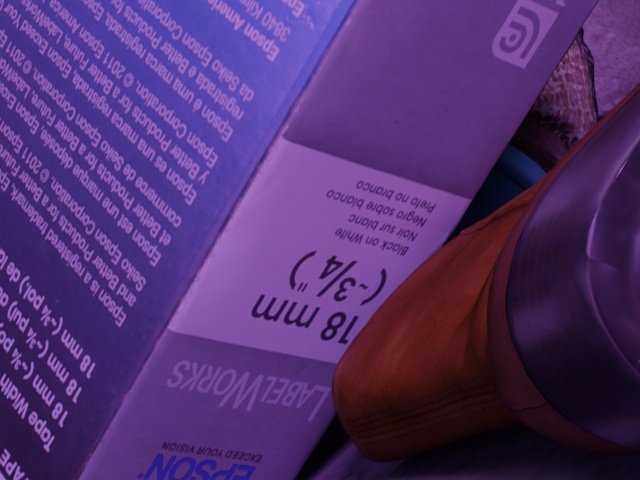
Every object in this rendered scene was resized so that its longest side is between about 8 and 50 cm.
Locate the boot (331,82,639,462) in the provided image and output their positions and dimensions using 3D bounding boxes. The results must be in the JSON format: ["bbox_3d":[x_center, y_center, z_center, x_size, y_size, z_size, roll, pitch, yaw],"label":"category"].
[{"bbox_3d":[0.130,-0.033,0.488,0.264,0.096,0.280,-48,0,-11],"label":"boot"}]

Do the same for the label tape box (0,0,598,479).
[{"bbox_3d":[-0.087,-0.020,0.675,0.106,0.240,0.333,15,-67,-46],"label":"label tape box"}]

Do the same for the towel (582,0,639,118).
[{"bbox_3d":[0.094,-0.139,0.856,0.282,0.187,0.049,-38,9,22],"label":"towel"}]

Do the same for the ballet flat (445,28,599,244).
[{"bbox_3d":[-0.068,-0.004,0.853,0.483,0.164,0.182,-31,40,36],"label":"ballet flat"}]
